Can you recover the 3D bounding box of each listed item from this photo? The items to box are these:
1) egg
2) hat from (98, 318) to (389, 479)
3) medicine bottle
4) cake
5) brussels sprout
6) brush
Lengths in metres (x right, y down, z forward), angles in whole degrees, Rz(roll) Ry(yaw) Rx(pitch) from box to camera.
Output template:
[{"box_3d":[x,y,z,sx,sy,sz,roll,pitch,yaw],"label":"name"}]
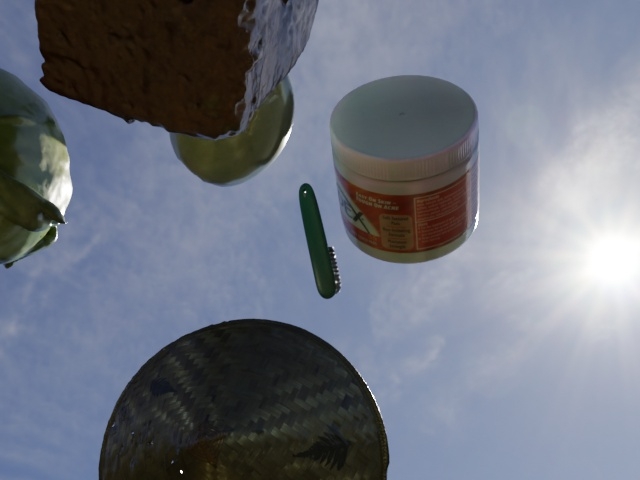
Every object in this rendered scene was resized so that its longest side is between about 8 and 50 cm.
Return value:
[{"box_3d":[-0.127,-0.195,1.308,0.183,0.183,0.217,22,-57,-34],"label":"egg"},{"box_3d":[-0.045,0.096,0.390,0.146,0.146,0.067,-19,-24,2],"label":"hat"},{"box_3d":[0.151,-0.123,1.503,0.252,0.252,0.241,-13,-48,-5],"label":"medicine bottle"},{"box_3d":[-0.097,-0.240,0.768,0.199,0.293,0.196,15,-54,14],"label":"cake"},{"box_3d":[-0.387,-0.058,0.868,0.259,0.294,0.227,-16,-64,-2],"label":"brussels sprout"},{"box_3d":[0.000,0.000,1.409,0.043,0.193,0.032,-17,-9,41],"label":"brush"}]
